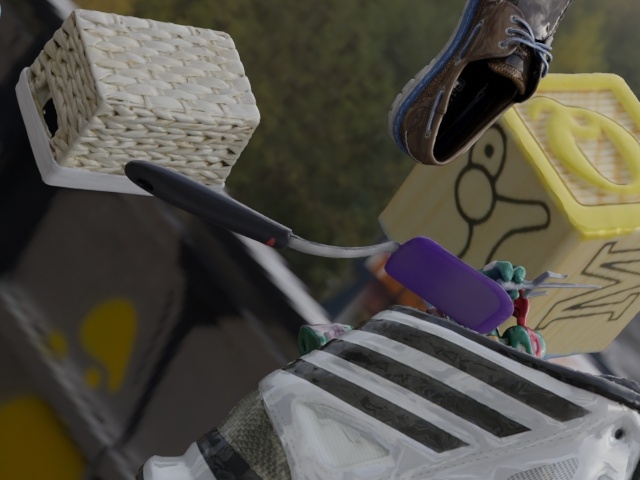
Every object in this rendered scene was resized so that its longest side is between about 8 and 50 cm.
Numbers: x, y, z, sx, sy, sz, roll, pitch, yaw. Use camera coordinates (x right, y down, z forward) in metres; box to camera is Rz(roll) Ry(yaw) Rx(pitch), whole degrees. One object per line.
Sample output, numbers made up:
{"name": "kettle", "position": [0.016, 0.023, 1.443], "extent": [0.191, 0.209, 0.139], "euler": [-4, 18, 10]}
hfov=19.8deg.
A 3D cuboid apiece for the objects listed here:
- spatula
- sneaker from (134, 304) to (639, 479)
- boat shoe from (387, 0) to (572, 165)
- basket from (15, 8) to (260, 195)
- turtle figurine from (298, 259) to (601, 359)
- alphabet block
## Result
{"name": "spatula", "position": [0.000, 0.000, 1.302], "extent": [0.296, 0.084, 0.030], "euler": [19, 65, -12]}
{"name": "sneaker", "position": [0.131, 0.224, 0.949], "extent": [0.447, 0.257, 0.169], "euler": [52, -3, 4]}
{"name": "boat shoe", "position": [0.122, -0.122, 1.207], "extent": [0.066, 0.183, 0.066], "euler": [29, 12, -31]}
{"name": "basket", "position": [-0.146, -0.111, 1.493], "extent": [0.167, 0.103, 0.113], "euler": [4, 52, -36]}
{"name": "turtle figurine", "position": [0.101, 0.100, 1.406], "extent": [0.234, 0.175, 0.118], "euler": [-9, 11, -16]}
{"name": "alphabet block", "position": [0.204, -0.020, 1.673], "extent": [0.193, 0.197, 0.192], "euler": [-6, 55, -39]}
